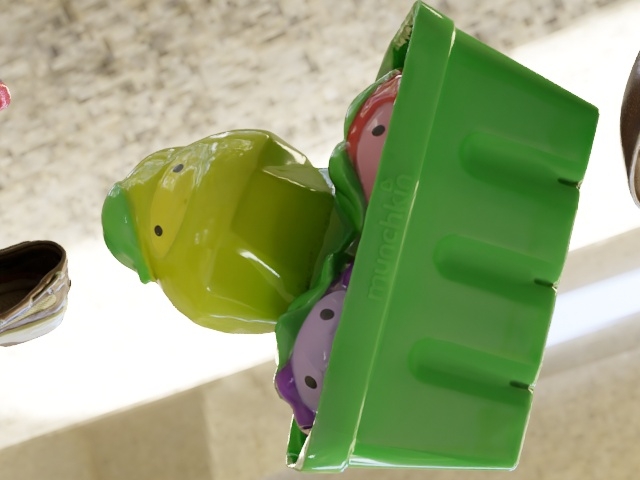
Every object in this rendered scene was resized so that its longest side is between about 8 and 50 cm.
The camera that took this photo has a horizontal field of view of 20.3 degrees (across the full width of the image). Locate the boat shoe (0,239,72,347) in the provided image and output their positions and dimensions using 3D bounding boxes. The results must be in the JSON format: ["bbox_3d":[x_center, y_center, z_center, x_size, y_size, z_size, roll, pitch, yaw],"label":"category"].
[{"bbox_3d":[-0.330,0.061,1.592,0.095,0.095,0.257,41,-137,19],"label":"boat shoe"}]

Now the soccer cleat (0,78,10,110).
[{"bbox_3d":[-0.274,0.030,1.062,0.108,0.116,0.318,75,-156,-71],"label":"soccer cleat"}]

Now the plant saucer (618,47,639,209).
[{"bbox_3d":[0.319,-0.154,1.307,0.050,0.311,0.310,44,-165,26],"label":"plant saucer"}]

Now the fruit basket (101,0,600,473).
[{"bbox_3d":[0.000,0.000,1.432,0.283,0.392,0.392,131,120,-83],"label":"fruit basket"}]
